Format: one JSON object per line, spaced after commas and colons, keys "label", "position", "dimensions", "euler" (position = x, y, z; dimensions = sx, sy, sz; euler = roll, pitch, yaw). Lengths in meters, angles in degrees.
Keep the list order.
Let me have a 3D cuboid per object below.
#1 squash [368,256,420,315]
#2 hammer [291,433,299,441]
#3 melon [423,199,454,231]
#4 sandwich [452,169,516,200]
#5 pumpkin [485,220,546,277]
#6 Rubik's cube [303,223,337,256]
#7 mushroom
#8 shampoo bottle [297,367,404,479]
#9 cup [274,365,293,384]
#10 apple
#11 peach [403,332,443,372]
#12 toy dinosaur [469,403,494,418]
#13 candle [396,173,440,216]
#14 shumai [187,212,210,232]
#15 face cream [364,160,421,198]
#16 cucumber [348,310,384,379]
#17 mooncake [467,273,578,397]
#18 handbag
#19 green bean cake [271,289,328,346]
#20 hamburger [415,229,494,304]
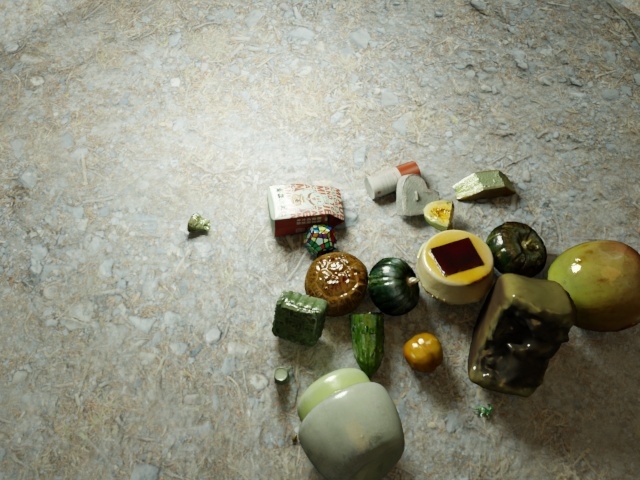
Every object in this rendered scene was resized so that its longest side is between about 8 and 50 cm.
{"label": "squash", "position": [0.269, 0.166, 1.813], "dimensions": [0.218, 0.172, 0.218], "euler": [8, 73, -28]}
{"label": "hammer", "position": [-0.040, 0.701, 1.699], "dimensions": [0.123, 0.014, 0.029], "euler": [27, 79, 6]}
{"label": "melon", "position": [0.460, -0.090, 1.938], "dimensions": [0.128, 0.079, 0.160], "euler": [17, 47, 9]}
{"label": "sandwich", "position": [0.681, -0.226, 2.035], "dimensions": [0.258, 0.096, 0.094], "euler": [-9, 64, -7]}
{"label": "pumpkin", "position": [0.742, 0.033, 1.874], "dimensions": [0.238, 0.159, 0.237], "euler": [14, 58, -24]}
{"label": "Rubik's cube", "position": [0.000, 0.000, 1.911], "dimensions": [0.133, 0.133, 0.111], "euler": [-20, 66, -9]}
{"label": "mushroom", "position": [0.059, 0.157, 1.845], "dimensions": [0.254, 0.153, 0.253], "euler": [-4, 64, 8]}
{"label": "shampoo bottle", "position": [0.094, 0.595, 1.570], "dimensions": [0.323, 0.322, 0.317], "euler": [-23, 49, -10]}
{"label": "cup", "position": [-0.128, 0.474, 1.747], "dimensions": [0.075, 0.083, 0.054], "euler": [-10, 68, -7]}
{"label": "apple", "position": [0.984, 0.166, 1.766], "dimensions": [0.305, 0.338, 0.338], "euler": [-17, 69, 8]}
{"label": "peach", "position": [0.369, 0.400, 1.762], "dimensions": [0.138, 0.138, 0.138], "euler": [0, 69, -1]}
{"label": "toy dinosaur", "position": [0.573, 0.592, 1.748], "dimensions": [0.062, 0.021, 0.083], "euler": [-41, 78, -22]}
{"label": "candle", "position": [0.374, -0.163, 1.980], "dimensions": [0.192, 0.068, 0.168], "euler": [43, 84, -16]}
{"label": "shumai", "position": [-0.475, -0.058, 1.956], "dimensions": [0.081, 0.082, 0.083], "euler": [25, 92, 7]}
{"label": "face cream", "position": [0.295, -0.248, 2.031], "dimensions": [0.214, 0.096, 0.095], "euler": [-21, 71, -9]}
{"label": "cucumber", "position": [0.170, 0.377, 1.778], "dimensions": [0.135, 0.134, 0.244], "euler": [-1, 78, -2]}
{"label": "mooncake", "position": [0.668, 0.311, 1.660], "dimensions": [0.247, 0.394, 0.392], "euler": [14, 70, 3]}
{"label": "handbag", "position": [-0.056, -0.133, 1.952], "dimensions": [0.299, 0.151, 0.171], "euler": [-8, 64, -8]}
{"label": "green bean cake", "position": [-0.076, 0.281, 1.768], "dimensions": [0.182, 0.173, 0.094], "euler": [17, 28, 7]}
{"label": "hamburger", "position": [0.501, 0.102, 1.840], "dimensions": [0.302, 0.170, 0.301], "euler": [-2, 54, 3]}
